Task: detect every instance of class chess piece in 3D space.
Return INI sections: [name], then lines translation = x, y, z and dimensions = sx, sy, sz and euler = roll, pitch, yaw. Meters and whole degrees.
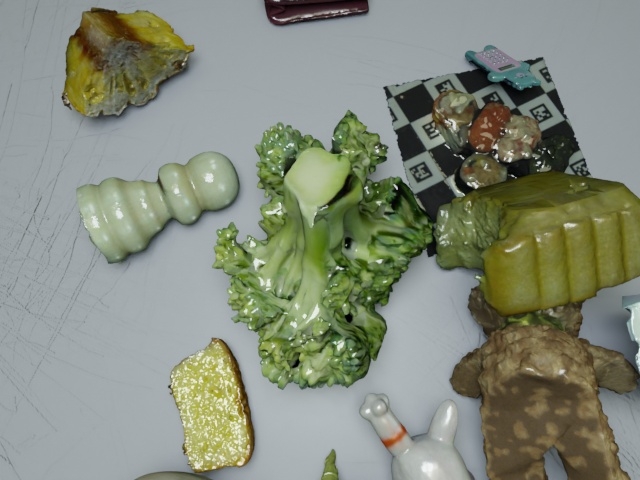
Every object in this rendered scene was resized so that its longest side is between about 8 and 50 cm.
[chess piece]
translation = -0.252, -0.068, 0.774
dimensions = 0.243, 0.133, 0.133
euler = -23, 75, -12

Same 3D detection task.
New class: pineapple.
[pineapple]
translation = -0.338, -0.307, 0.801
dimensions = 0.114, 0.186, 0.236
euler = 40, 73, 10

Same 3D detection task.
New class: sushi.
[sushi]
translation = 0.303, -0.169, 0.807
dimensions = 0.320, 0.069, 0.339
euler = -11, 74, -2

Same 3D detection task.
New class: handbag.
[handbag]
translation = -0.013, -0.527, 0.916
dimensions = 0.216, 0.074, 0.203
euler = -8, 74, -3

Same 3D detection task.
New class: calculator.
[calculator]
translation = 0.328, -0.311, 0.847
dimensions = 0.094, 0.019, 0.141
euler = -23, 55, -20

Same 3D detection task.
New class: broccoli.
[broccoli]
translation = 0.002, -0.002, 0.675
dimensions = 0.277, 0.317, 0.338
euler = 23, 36, 20

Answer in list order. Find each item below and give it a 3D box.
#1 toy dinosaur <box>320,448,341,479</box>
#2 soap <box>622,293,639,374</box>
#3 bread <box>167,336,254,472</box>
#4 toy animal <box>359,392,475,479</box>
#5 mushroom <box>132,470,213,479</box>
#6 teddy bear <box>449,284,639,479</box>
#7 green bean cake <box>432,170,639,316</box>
[toy dinosaur]
translation = 0.030, 0.362, 0.585
dimensions = 0.153, 0.259, 0.094
euler = -8, 112, 15
[soap]
translation = 0.476, 0.144, 0.629
dimensions = 0.091, 0.231, 0.145
euler = -15, 71, 32
[bread]
translation = -0.160, 0.247, 0.704
dimensions = 0.103, 0.065, 0.187
euler = -21, 76, -3
[toy animal]
translation = 0.154, 0.336, 0.640
dimensions = 0.141, 0.138, 0.282
euler = -19, 67, -12
[mushroom]
translation = -0.225, 0.453, 0.533
dimensions = 0.336, 0.314, 0.314
euler = -22, 75, -5
[teddy bear]
translation = 0.309, 0.206, 0.665
dimensions = 0.246, 0.222, 0.296
euler = -14, 97, 31
[green bean cake]
translation = 0.292, -0.009, 0.665
dimensions = 0.233, 0.236, 0.124
euler = -16, 106, -3
